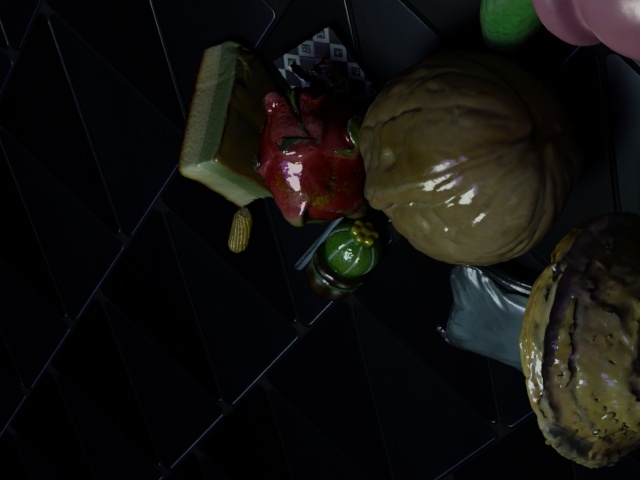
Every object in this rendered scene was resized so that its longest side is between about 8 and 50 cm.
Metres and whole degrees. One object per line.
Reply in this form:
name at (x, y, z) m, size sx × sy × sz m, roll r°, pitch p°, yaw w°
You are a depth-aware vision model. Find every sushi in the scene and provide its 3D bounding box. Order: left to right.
sushi at (0.011, -0.246, 1.927) m, size 0.126 × 0.026 × 0.120 m, roll -25°, pitch 108°, yaw 40°

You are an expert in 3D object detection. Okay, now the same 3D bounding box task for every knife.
knife at (0.001, 0.000, 2.138) m, size 0.015 × 0.028 × 0.210 m, roll 18°, pitch 143°, yaw -17°

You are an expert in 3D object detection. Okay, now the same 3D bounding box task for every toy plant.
toy plant at (0.040, 0.027, 2.078) m, size 0.093 × 0.093 × 0.162 m, roll 42°, pitch 139°, yaw 3°
toy plant at (0.302, -0.309, 1.504) m, size 0.356 × 0.210 × 0.317 m, roll 25°, pitch 139°, yaw 39°

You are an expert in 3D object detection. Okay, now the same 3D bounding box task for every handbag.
handbag at (0.327, 0.137, 1.953) m, size 0.332 × 0.075 × 0.192 m, roll 20°, pitch 137°, yaw 22°

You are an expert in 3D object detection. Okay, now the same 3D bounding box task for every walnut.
walnut at (0.188, -0.106, 1.723) m, size 0.277 × 0.252 × 0.313 m, roll 43°, pitch 153°, yaw -14°

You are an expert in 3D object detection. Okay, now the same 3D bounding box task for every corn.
corn at (-0.135, -0.018, 2.226) m, size 0.037 × 0.037 × 0.092 m, roll 32°, pitch 139°, yaw 15°

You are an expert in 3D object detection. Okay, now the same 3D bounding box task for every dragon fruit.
dragon fruit at (0.003, -0.125, 1.910) m, size 0.198 × 0.269 × 0.200 m, roll -12°, pitch 88°, yaw 22°

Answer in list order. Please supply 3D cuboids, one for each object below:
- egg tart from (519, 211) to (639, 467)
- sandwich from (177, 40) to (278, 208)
egg tart at (0.397, 0.135, 1.684) m, size 0.150 × 0.352 × 0.352 m, roll 8°, pitch 128°, yaw 44°
sandwich at (-0.109, -0.175, 2.029) m, size 0.108 × 0.220 × 0.186 m, roll -11°, pitch 151°, yaw 41°
